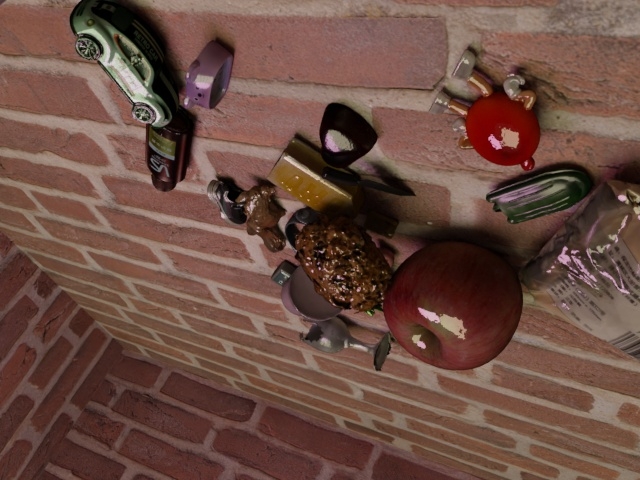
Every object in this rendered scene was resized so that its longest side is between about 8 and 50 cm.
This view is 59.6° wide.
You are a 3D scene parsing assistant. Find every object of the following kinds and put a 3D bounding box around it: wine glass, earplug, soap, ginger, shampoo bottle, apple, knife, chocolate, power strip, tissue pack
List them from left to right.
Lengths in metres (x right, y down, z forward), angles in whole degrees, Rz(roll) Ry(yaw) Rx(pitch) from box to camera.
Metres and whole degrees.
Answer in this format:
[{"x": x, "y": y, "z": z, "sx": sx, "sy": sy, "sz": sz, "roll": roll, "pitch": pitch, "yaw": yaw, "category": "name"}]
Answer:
[{"x": -0.412, "y": -0.238, "z": 1.500, "sx": 0.129, "sy": 0.084, "sz": 0.323, "roll": 32, "pitch": 150, "yaw": -3, "category": "shampoo bottle"}, {"x": -0.159, "y": -0.060, "z": 1.588, "sx": 0.122, "sy": 0.084, "sz": 0.290, "roll": -18, "pitch": 149, "yaw": -7, "category": "ginger"}, {"x": -0.046, "y": 0.156, "z": 1.659, "sx": 0.172, "sy": 0.172, "sz": 0.301, "roll": 33, "pitch": 163, "yaw": -9, "category": "earplug"}, {"x": -0.039, "y": 0.137, "z": 1.819, "sx": 0.216, "sy": 0.061, "sz": 0.145, "roll": 33, "pitch": 143, "yaw": -11, "category": "power strip"}, {"x": -0.002, "y": -0.136, "z": 1.343, "sx": 0.232, "sy": 0.073, "sz": 0.140, "roll": 32, "pitch": 154, "yaw": -10, "category": "soap"}, {"x": 0.050, "y": -0.204, "z": 1.191, "sx": 0.125, "sy": 0.080, "sz": 0.148, "roll": 20, "pitch": 148, "yaw": 13, "category": "chocolate"}, {"x": 0.082, "y": 0.344, "z": 1.953, "sx": 0.321, "sy": 0.143, "sz": 0.143, "roll": 13, "pitch": 147, "yaw": 23, "category": "wine glass"}, {"x": 0.114, "y": -0.126, "z": 1.250, "sx": 0.231, "sy": 0.028, "sz": 0.060, "roll": 13, "pitch": 174, "yaw": -22, "category": "knife"}, {"x": 0.322, "y": 0.147, "z": 1.352, "sx": 0.345, "sy": 0.269, "sz": 0.344, "roll": 33, "pitch": 151, "yaw": 21, "category": "apple"}, {"x": 0.618, "y": 0.084, "z": 1.077, "sx": 0.376, "sy": 0.195, "sz": 0.390, "roll": 31, "pitch": 150, "yaw": 7, "category": "tissue pack"}]

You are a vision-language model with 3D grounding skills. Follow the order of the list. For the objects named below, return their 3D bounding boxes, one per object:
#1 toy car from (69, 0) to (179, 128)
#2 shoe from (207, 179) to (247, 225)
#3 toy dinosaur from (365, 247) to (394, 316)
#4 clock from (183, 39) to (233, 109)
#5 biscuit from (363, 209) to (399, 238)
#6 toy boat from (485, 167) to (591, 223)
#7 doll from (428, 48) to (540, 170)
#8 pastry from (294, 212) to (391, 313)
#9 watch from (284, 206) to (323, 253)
[{"x": -0.398, "y": -0.388, "z": 1.216, "sx": 0.125, "sy": 0.136, "sz": 0.305, "roll": -17, "pitch": 133, "yaw": 22, "category": "toy car"}, {"x": -0.241, "y": -0.107, "z": 1.586, "sx": 0.100, "sy": 0.071, "sz": 0.169, "roll": -3, "pitch": 138, "yaw": 32, "category": "shoe"}, {"x": 0.160, "y": 0.099, "z": 1.568, "sx": 0.194, "sy": 0.152, "sz": 0.177, "roll": 35, "pitch": 111, "yaw": -30, "category": "toy dinosaur"}, {"x": -0.237, "y": -0.336, "z": 1.183, "sx": 0.050, "sy": 0.110, "sz": 0.152, "roll": 31, "pitch": 151, "yaw": 0, "category": "clock"}, {"x": 0.153, "y": -0.040, "z": 1.423, "sx": 0.083, "sy": 0.018, "sz": 0.081, "roll": 25, "pitch": 151, "yaw": 5, "category": "biscuit"}, {"x": 0.428, "y": -0.087, "z": 1.104, "sx": 0.104, "sy": 0.052, "sz": 0.210, "roll": 41, "pitch": 146, "yaw": -19, "category": "toy boat"}, {"x": 0.305, "y": -0.215, "z": 0.977, "sx": 0.217, "sy": 0.085, "sz": 0.183, "roll": 43, "pitch": 149, "yaw": 8, "category": "doll"}, {"x": 0.062, "y": 0.041, "z": 1.343, "sx": 0.275, "sy": 0.193, "sz": 0.274, "roll": 49, "pitch": 159, "yaw": 27, "category": "pastry"}, {"x": 0.000, "y": 0.000, "z": 1.560, "sx": 0.207, "sy": 0.068, "sz": 0.193, "roll": 23, "pitch": 151, "yaw": 10, "category": "watch"}]
